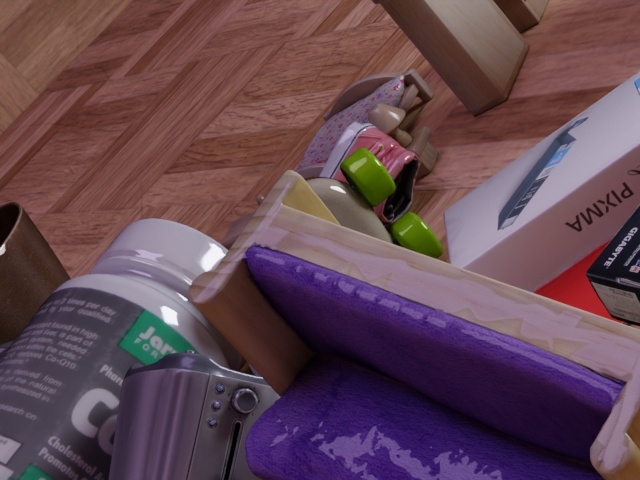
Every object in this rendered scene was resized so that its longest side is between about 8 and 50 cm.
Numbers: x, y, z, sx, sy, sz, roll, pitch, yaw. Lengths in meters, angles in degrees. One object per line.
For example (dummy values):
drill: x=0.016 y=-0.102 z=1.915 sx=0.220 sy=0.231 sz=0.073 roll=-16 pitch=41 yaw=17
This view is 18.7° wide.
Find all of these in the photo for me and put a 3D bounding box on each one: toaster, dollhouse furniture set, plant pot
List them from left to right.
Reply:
plant pot: x=-0.319 y=0.116 z=2.038 sx=0.215 sy=0.230 sz=0.215 roll=-35 pitch=21 yaw=16
toaster: x=-0.104 y=0.177 z=1.587 sx=0.227 sy=0.129 sz=0.146 roll=161 pitch=122 yaw=-67
dollhouse furniture set: x=0.032 y=-0.184 z=2.104 sx=0.355 sy=0.174 sz=0.303 roll=-25 pitch=25 yaw=38

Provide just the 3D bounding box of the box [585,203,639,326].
box: x=0.315 y=-0.024 z=1.351 sx=0.220 sy=0.051 sz=0.175 roll=-49 pitch=34 yaw=-20

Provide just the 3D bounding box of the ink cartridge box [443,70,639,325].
ink cartridge box: x=0.239 y=-0.034 z=1.552 sx=0.296 sy=0.066 sz=0.261 roll=-36 pitch=19 yaw=14

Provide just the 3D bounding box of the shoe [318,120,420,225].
shoe: x=0.031 y=-0.025 z=1.928 sx=0.081 sy=0.063 sz=0.178 roll=32 pitch=100 yaw=32

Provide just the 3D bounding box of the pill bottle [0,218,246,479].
pill bottle: x=-0.206 y=0.161 z=1.769 sx=0.204 sy=0.204 sz=0.361 roll=-18 pitch=31 yaw=49

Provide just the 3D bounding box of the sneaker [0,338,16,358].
sneaker: x=-0.294 y=0.218 z=1.909 sx=0.086 sy=0.132 sz=0.228 roll=-14 pitch=-48 yaw=-52

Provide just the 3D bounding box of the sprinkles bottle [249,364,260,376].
sprinkles bottle: x=0.056 y=0.096 z=1.535 sx=0.121 sy=0.121 sz=0.355 roll=-46 pitch=20 yaw=-13

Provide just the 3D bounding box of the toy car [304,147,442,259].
toy car: x=0.000 y=0.000 z=1.814 sx=0.155 sy=0.149 sz=0.188 roll=-38 pitch=16 yaw=-5

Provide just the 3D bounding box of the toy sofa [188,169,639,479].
toy sofa: x=0.083 y=0.100 z=1.231 sx=0.362 sy=0.150 sz=0.177 roll=20 pitch=68 yaw=41
